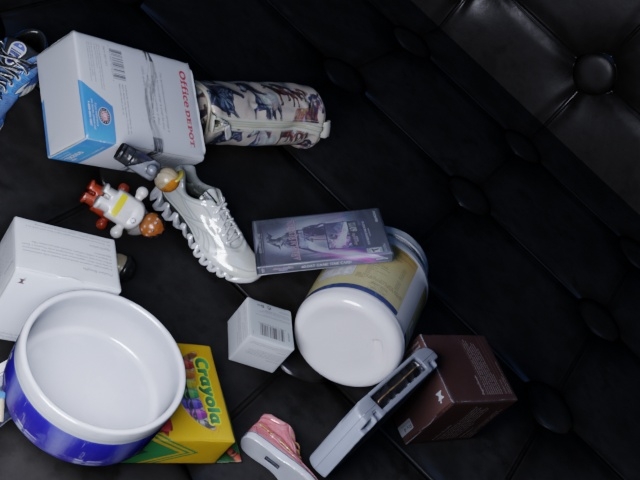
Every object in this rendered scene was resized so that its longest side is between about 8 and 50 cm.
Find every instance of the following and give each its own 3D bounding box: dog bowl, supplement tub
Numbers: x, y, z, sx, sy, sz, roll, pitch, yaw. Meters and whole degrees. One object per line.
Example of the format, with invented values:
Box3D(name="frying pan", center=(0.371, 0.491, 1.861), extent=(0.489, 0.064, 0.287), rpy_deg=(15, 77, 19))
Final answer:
Box3D(name="dog bowl", center=(-0.350, 0.211, 1.570), extent=(0.265, 0.104, 0.265), rpy_deg=(22, 41, -20))
Box3D(name="supplement tub", center=(0.096, 0.127, 2.102), extent=(0.228, 0.228, 0.316), rpy_deg=(38, 35, -4))

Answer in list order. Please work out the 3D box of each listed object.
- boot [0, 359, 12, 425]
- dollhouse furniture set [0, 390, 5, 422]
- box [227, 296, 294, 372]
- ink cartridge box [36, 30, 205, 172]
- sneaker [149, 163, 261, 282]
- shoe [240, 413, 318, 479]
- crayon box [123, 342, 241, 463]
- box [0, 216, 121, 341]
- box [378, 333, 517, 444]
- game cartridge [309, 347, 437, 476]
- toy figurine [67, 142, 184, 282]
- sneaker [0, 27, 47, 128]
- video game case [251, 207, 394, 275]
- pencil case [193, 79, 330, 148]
Box3D(name="boot", center=(-0.473, 0.225, 1.621), extent=(0.086, 0.069, 0.190), rpy_deg=(52, 44, 3))
Box3D(name="dollhouse furniture set", center=(-0.592, 0.339, 1.383), extent=(0.303, 0.198, 0.286), rpy_deg=(38, 44, -63))
Box3D(name="box", center=(-0.117, 0.184, 1.965), extent=(0.101, 0.087, 0.102), rpy_deg=(21, 39, -26))
Box3D(name="ink cartridge box", center=(-0.397, -0.264, 2.034), extent=(0.307, 0.129, 0.223), rpy_deg=(7, 67, -51))
Box3D(name="sneaker", center=(-0.222, -0.033, 2.079), extent=(0.292, 0.118, 0.110), rpy_deg=(45, 34, 5))
Box3D(name="shoe", center=(-0.055, 0.388, 1.821), extent=(0.178, 0.063, 0.081), rpy_deg=(38, 40, 5))
Box3D(name="crayon box", center=(-0.276, 0.273, 1.728), extent=(0.318, 0.081, 0.202), rpy_deg=(9, 45, -37))
Box3D(name="box", center=(-0.454, 0.077, 1.688), extent=(0.181, 0.182, 0.119), rpy_deg=(16, 40, -31))
Box3D(name="box", center=(0.262, 0.308, 2.110), extent=(0.203, 0.168, 0.167), rpy_deg=(6, 49, -40))
Box3D(name="game cartridge", center=(0.099, 0.326, 1.914), extent=(0.062, 0.198, 0.297), rpy_deg=(48, 35, 9))
Box3D(name="toy figurine", center=(-0.363, -0.051, 1.890), extent=(0.148, 0.209, 0.213), rpy_deg=(33, 36, -20))
Box3D(name="sneaker", center=(-0.634, -0.328, 1.990), extent=(0.130, 0.147, 0.330), rpy_deg=(31, 37, -12))
Box3D(name="video game case", center=(0.000, 0.000, 2.080), extent=(0.274, 0.026, 0.196), rpy_deg=(-5, 30, -4))
Box3D(name="pencil case", center=(-0.164, -0.291, 2.369), extent=(0.410, 0.160, 0.183), rpy_deg=(-6, 39, -46))
